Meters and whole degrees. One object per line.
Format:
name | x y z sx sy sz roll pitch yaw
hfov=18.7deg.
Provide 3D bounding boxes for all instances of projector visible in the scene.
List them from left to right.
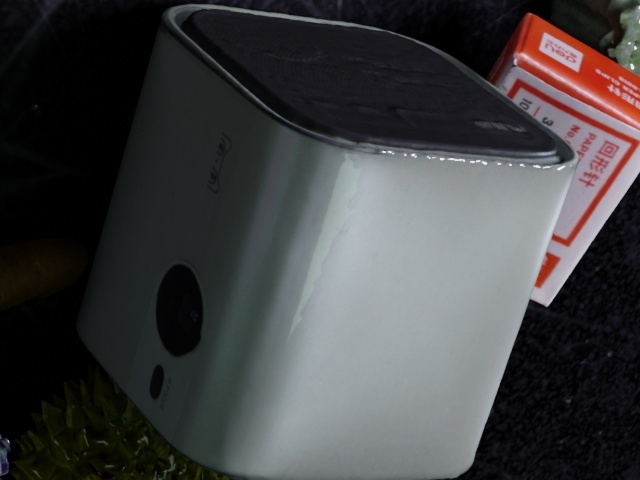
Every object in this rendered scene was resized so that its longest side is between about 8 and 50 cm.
projector | 0.000 0.000 1.344 0.248 0.248 0.249 3 115 -35

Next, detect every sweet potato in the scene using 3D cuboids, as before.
sweet potato | -0.260 0.039 1.326 0.274 0.067 0.067 -15 126 -33

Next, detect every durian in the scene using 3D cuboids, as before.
durian | -0.094 0.214 1.460 0.291 0.224 0.291 0 101 -1

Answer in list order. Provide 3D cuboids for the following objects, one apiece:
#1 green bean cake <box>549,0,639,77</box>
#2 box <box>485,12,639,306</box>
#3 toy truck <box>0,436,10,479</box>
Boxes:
green bean cake | 0.271 -0.147 1.546 0.181 0.094 0.173 -9 124 -29
box | 0.164 -0.059 1.466 0.133 0.099 0.182 29 122 -5
toy truck | -0.288 0.043 1.195 0.124 0.155 0.268 -19 110 -23
